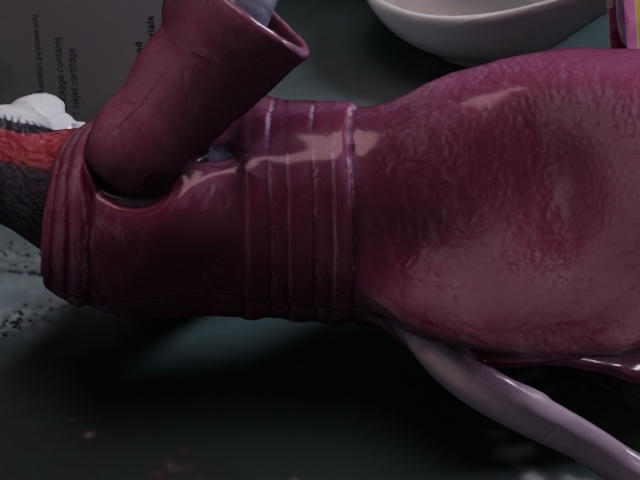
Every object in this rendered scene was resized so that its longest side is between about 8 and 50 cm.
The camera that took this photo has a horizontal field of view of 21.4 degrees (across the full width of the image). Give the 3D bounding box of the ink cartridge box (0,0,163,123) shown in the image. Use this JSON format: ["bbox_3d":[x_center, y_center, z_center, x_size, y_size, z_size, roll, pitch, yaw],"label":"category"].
[{"bbox_3d":[-0.217,-0.131,0.925,0.272,0.114,0.197,-3,34,-7],"label":"ink cartridge box"}]

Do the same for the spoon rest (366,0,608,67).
[{"bbox_3d":[0.155,-0.135,0.965,0.276,0.084,0.137,17,36,22],"label":"spoon rest"}]

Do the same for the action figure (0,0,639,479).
[{"bbox_3d":[0.000,0.000,0.713,0.370,0.248,0.276,1,60,-1],"label":"action figure"}]

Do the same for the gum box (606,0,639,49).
[{"bbox_3d":[0.203,-0.122,0.861,0.107,0.062,0.188,-2,77,2],"label":"gum box"}]
